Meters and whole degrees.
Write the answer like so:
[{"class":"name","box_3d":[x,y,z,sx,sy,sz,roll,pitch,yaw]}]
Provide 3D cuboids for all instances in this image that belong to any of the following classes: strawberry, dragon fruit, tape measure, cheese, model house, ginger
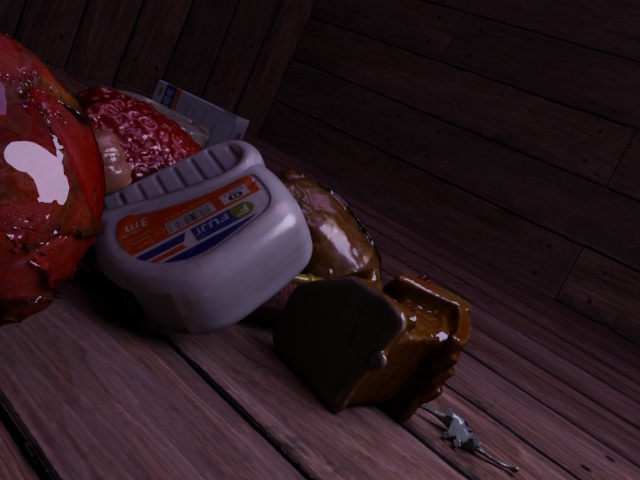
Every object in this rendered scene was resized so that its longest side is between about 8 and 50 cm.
[{"class":"strawberry","box_3d":[-0.290,-0.104,1.063,0.276,0.258,0.257,8,16,-20]},{"class":"dragon fruit","box_3d":[-0.351,-0.059,0.628,0.295,0.296,0.301,34,-5,43]},{"class":"tape measure","box_3d":[-0.160,-0.001,0.886,0.265,0.258,0.130,50,-18,43]},{"class":"cheese","box_3d":[-0.456,-0.290,1.864,0.332,0.153,0.292,27,11,6]},{"class":"model house","box_3d":[0.089,0.130,0.932,0.229,0.200,0.220,9,30,-42]},{"class":"ginger","box_3d":[0.000,0.000,1.162,0.165,0.172,0.321,-24,76,-24]}]

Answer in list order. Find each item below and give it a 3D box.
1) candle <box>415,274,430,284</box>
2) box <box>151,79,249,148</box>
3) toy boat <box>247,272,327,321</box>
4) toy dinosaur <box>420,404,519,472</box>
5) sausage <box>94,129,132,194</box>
[{"class":"candle","box_3d":[0.224,0.114,1.669,0.048,0.051,0.329,17,7,17]},{"class":"box","box_3d":[-0.397,-0.345,2.143,0.299,0.200,0.106,27,10,16]},{"class":"toy boat","box_3d":[-0.088,0.066,1.021,0.317,0.099,0.141,15,-23,-11]},{"class":"toy dinosaur","box_3d":[0.184,0.256,0.926,0.180,0.037,0.058,38,-7,30]},{"class":"sausage","box_3d":[-0.378,-0.073,0.837,0.288,0.086,0.086,-15,24,-16]}]
